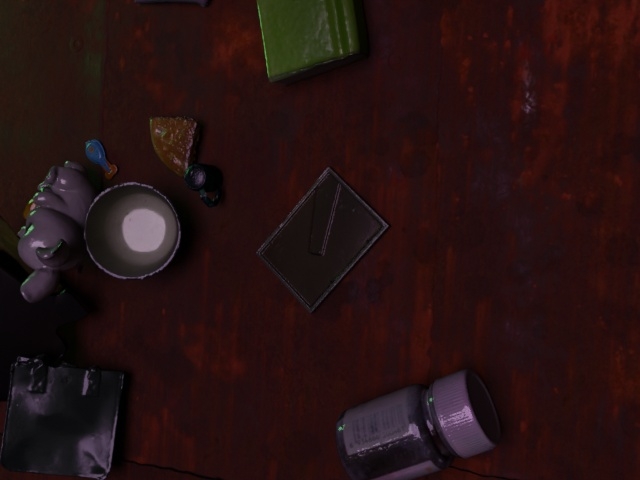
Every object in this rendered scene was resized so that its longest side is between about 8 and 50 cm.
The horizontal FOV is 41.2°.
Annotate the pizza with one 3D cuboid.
[{"bbox_3d":[-0.309,-0.222,1.863,0.178,0.041,0.131,46,109,17],"label":"pizza"}]

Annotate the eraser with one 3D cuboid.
[{"bbox_3d":[-0.021,-0.468,1.712,0.210,0.092,0.274,-13,83,22],"label":"eraser"}]

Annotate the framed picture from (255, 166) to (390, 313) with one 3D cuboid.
[{"bbox_3d":[0.000,0.000,1.739,0.184,0.016,0.250,45,106,18],"label":"framed picture"}]

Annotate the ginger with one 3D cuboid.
[{"bbox_3d":[-0.726,0.155,1.980,0.359,0.211,0.413,20,102,-11],"label":"ginger"}]

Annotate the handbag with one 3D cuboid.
[{"bbox_3d":[-0.573,0.392,1.900,0.248,0.079,0.260,8,92,-9],"label":"handbag"}]

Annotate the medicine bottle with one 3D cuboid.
[{"bbox_3d":[0.179,0.352,1.578,0.273,0.165,0.165,-24,80,21],"label":"medicine bottle"}]

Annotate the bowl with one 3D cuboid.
[{"bbox_3d":[-0.392,-0.022,1.844,0.212,0.112,0.211,0,93,4],"label":"bowl"}]

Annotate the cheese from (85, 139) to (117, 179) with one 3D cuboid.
[{"bbox_3d":[-0.507,-0.189,1.963,0.047,0.017,0.111,-46,73,20],"label":"cheese"}]

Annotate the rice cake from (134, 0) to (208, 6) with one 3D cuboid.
[{"bbox_3d":[-0.314,-0.604,1.869,0.198,0.037,0.189,14,95,23],"label":"rice cake"}]

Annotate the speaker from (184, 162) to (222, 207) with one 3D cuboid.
[{"bbox_3d":[-0.240,-0.121,1.812,0.060,0.075,0.094,-46,74,18],"label":"speaker"}]

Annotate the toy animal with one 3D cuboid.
[{"bbox_3d":[-0.569,-0.025,1.854,0.208,0.154,0.325,-56,29,30],"label":"toy animal"}]
